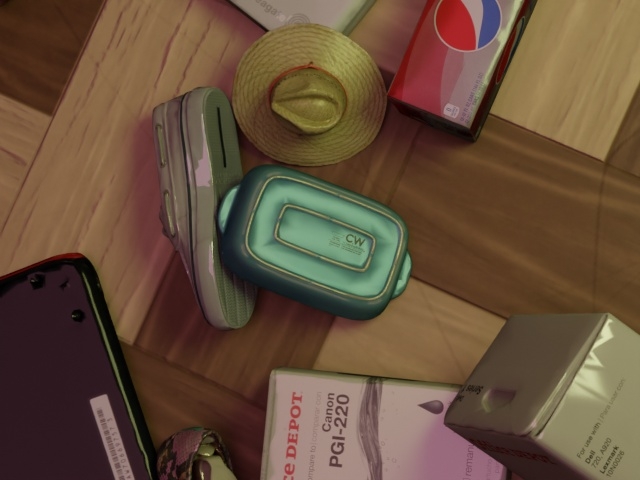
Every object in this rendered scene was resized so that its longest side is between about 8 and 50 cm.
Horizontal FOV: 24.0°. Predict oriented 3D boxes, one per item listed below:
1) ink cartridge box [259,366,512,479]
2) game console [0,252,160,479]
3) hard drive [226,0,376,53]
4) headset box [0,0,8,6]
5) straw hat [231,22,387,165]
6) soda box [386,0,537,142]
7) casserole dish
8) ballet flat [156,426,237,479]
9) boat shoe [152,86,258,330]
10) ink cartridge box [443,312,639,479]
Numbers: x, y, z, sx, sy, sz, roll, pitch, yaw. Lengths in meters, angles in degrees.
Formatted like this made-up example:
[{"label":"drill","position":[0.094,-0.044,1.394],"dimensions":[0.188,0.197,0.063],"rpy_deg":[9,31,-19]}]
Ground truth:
[{"label":"ink cartridge box","position":[0.058,0.200,1.330],"dimensions":[0.217,0.092,0.159],"rpy_deg":[5,86,11]},{"label":"game console","position":[-0.316,0.242,1.410],"dimensions":[0.342,0.060,0.387],"rpy_deg":[-20,83,2]},{"label":"hard drive","position":[0.015,-0.340,1.407],"dimensions":[0.203,0.040,0.307],"rpy_deg":[39,91,10]},{"label":"headset box","position":[-0.283,-0.380,1.412],"dimensions":[0.293,0.110,0.218],"rpy_deg":[-33,79,10]},{"label":"straw hat","position":[-0.011,-0.124,1.358],"dimensions":[0.144,0.061,0.145],"rpy_deg":[1,108,2]},{"label":"soda box","position":[0.151,-0.227,1.349],"dimensions":[0.083,0.092,0.263],"rpy_deg":[23,89,11]},{"label":"casserole dish","position":[0.000,0.000,1.348],"dimensions":[0.188,0.037,0.114],"rpy_deg":[21,78,-13]},{"label":"ballet flat","position":[-0.088,0.273,1.348],"dimensions":[0.077,0.079,0.222],"rpy_deg":[-10,78,-37]},{"label":"boat shoe","position":[-0.110,-0.026,1.391],"dimensions":[0.075,0.083,0.226],"rpy_deg":[-11,78,32]},{"label":"ink cartridge box","position":[0.263,0.177,1.195],"dimensions":[0.278,0.201,0.117],"rpy_deg":[35,79,-10]}]
